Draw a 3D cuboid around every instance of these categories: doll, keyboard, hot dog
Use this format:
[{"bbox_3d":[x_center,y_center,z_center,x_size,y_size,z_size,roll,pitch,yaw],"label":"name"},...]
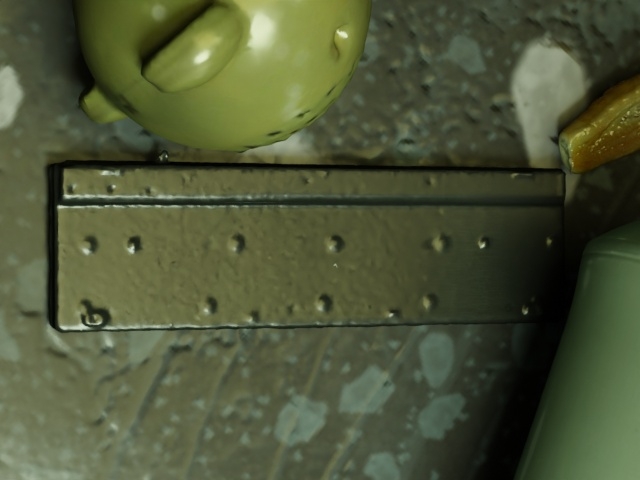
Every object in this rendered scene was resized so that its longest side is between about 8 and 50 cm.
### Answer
[{"bbox_3d":[-0.018,-0.160,0.974,0.260,0.177,0.161,-46,104,-19],"label":"doll"},{"bbox_3d":[0.000,0.000,1.062,0.310,0.018,0.100,-1,92,-21],"label":"keyboard"},{"bbox_3d":[0.199,-0.083,1.131,0.137,0.028,0.044,-27,125,-16],"label":"hot dog"}]

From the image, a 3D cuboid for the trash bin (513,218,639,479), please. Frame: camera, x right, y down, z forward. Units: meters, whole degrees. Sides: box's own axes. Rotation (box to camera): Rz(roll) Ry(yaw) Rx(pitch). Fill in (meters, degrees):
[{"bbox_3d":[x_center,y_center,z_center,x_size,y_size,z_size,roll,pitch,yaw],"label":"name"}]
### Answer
[{"bbox_3d":[0.220,0.191,1.014,0.280,0.280,0.432,24,85,-19],"label":"trash bin"}]
